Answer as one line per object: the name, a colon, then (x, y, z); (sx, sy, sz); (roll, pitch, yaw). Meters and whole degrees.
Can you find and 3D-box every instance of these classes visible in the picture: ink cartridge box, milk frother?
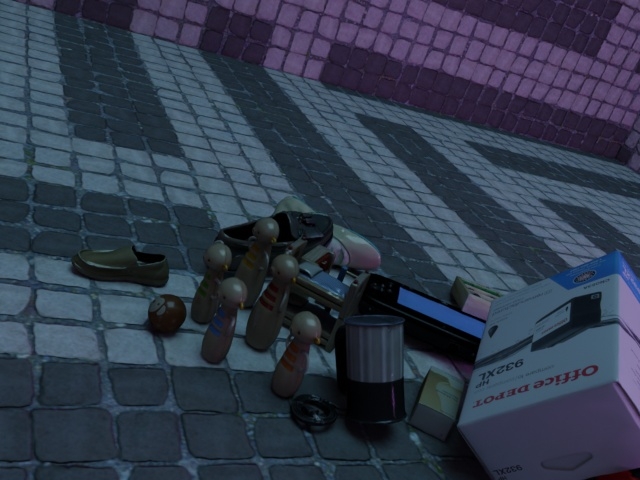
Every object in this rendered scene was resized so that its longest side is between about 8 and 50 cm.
ink cartridge box: (0.339, 0.175, 0.998); (0.129, 0.223, 0.307); (54, 34, -13)
milk frother: (0.038, 0.174, 0.960); (0.129, 0.135, 0.143); (0, 2, 40)

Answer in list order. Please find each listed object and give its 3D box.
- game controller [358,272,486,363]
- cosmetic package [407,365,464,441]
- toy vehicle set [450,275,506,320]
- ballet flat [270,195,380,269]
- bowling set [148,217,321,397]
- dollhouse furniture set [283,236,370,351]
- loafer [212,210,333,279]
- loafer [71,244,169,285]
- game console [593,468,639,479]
game controller: (0.213, 0.141, 1.265); (0.319, 0.067, 0.166); (24, 24, 4)
cosmetic package: (0.172, 0.237, 1.054); (0.060, 0.041, 0.115); (25, 23, 8)
toy vehicle set: (0.389, 0.148, 1.382); (0.266, 0.035, 0.166); (22, 9, -2)
ballet flat: (0.000, 0.000, 1.397); (0.248, 0.086, 0.086); (31, 25, 26)
bowling set: (-0.126, 0.079, 1.005); (0.199, 0.154, 0.287); (7, 27, -30)
dollhouse furniture set: (0.015, 0.067, 1.180); (0.129, 0.129, 0.183); (27, 24, 14)
loafer: (-0.073, -0.008, 1.259); (0.267, 0.084, 0.096); (-21, 49, -38)
loafer: (-0.301, 0.031, 1.092); (0.148, 0.050, 0.056); (9, 26, -26)
game console: (0.536, 0.378, 0.930); (0.386, 0.060, 0.342); (25, -1, 7)
